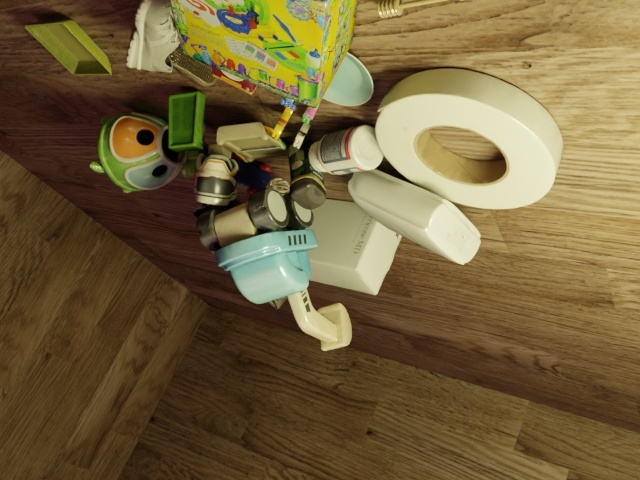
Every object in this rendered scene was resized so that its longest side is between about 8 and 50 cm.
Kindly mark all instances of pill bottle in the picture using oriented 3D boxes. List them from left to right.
[{"bbox_3d":[0.056,-0.216,1.474,0.108,0.107,0.180,39,156,-32],"label":"pill bottle"}]

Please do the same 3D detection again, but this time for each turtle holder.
[{"bbox_3d":[-0.528,-0.256,1.881,0.228,0.243,0.320,-5,138,24],"label":"turtle holder"}]

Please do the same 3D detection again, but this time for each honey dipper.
[{"bbox_3d":[0.171,-0.398,1.011,0.161,0.030,0.030,7,153,36],"label":"honey dipper"}]

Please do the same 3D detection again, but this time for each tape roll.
[{"bbox_3d":[0.304,-0.202,1.273,0.392,0.072,0.392,23,160,9],"label":"tape roll"}]

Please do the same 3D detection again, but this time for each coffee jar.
[{"bbox_3d":[-0.036,-0.171,1.574,0.079,0.184,0.096,-25,137,24],"label":"coffee jar"}]

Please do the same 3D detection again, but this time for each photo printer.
[{"bbox_3d":[0.225,-0.070,1.527,0.308,0.107,0.256,31,178,41],"label":"photo printer"}]

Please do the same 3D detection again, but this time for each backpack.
[{"bbox_3d":[-0.390,-0.106,2.255,0.182,0.115,0.152,-2,135,53],"label":"backpack"}]

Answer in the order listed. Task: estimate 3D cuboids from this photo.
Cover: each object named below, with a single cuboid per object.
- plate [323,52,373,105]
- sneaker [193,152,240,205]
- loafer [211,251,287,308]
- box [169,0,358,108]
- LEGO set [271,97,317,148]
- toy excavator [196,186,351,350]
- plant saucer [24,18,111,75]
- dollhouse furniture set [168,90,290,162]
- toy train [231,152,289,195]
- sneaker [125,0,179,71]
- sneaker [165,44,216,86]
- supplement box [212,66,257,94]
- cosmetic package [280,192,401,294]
[{"bbox_3d":[0.029,-0.357,1.283,0.188,0.024,0.188,22,159,9],"label":"plate"},{"bbox_3d":[-0.287,-0.176,1.677,0.126,0.127,0.321,6,-172,-13],"label":"sneaker"},{"bbox_3d":[-0.225,0.105,1.927,0.320,0.111,0.112,36,157,-23],"label":"loafer"},{"bbox_3d":[-0.095,-0.423,1.049,0.290,0.176,0.279,24,160,5],"label":"box"},{"bbox_3d":[-0.067,-0.289,1.461,0.087,0.093,0.227,27,160,-3],"label":"LEGO set"},{"bbox_3d":[-0.090,0.106,1.626,0.223,0.444,0.433,-18,174,25],"label":"toy excavator"},{"bbox_3d":[-0.678,-0.534,1.649,0.189,0.045,0.188,10,155,34],"label":"plant saucer"},{"bbox_3d":[-0.237,-0.311,1.652,0.302,0.151,0.198,-2,171,20],"label":"dollhouse furniture set"},{"bbox_3d":[-0.184,-0.172,1.888,0.248,0.105,0.143,24,170,4],"label":"toy train"},{"bbox_3d":[-0.342,-0.477,1.310,0.115,0.105,0.281,12,151,-21],"label":"sneaker"},{"bbox_3d":[-0.347,-0.435,1.472,0.188,0.066,0.071,38,157,-28],"label":"sneaker"},{"bbox_3d":[-0.172,-0.414,1.299,0.104,0.080,0.188,26,159,1],"label":"supplement box"},{"bbox_3d":[0.000,0.000,1.894,0.454,0.230,0.161,9,153,36],"label":"cosmetic package"}]
